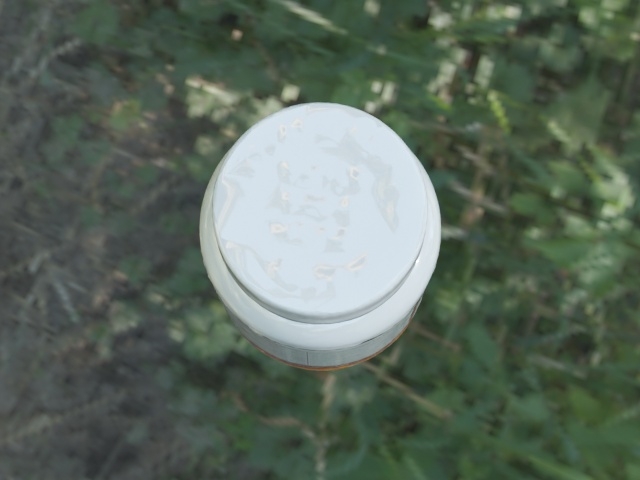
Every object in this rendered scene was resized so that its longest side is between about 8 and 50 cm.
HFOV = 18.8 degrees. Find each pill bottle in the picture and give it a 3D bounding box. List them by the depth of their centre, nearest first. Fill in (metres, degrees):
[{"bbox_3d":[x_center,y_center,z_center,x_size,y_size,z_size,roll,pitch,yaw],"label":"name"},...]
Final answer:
[{"bbox_3d":[0.000,0.000,0.996,0.121,0.121,0.221,-60,175,-7],"label":"pill bottle"}]
